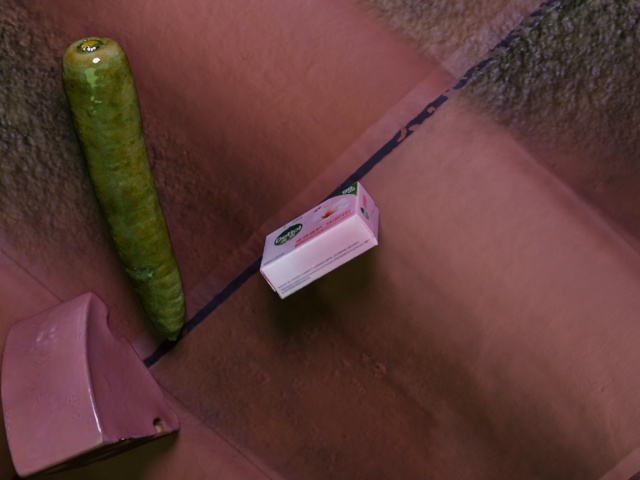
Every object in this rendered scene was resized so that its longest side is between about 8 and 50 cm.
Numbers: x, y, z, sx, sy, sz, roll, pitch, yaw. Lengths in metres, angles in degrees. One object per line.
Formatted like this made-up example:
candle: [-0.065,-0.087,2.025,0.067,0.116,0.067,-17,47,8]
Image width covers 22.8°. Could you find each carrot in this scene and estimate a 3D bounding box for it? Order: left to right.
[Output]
carrot: [-0.202,-0.046,1.688,0.074,0.074,0.359,-9,118,7]

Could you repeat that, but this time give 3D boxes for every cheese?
cheese: [-0.266,0.155,1.767,0.128,0.203,0.177,-23,82,17]

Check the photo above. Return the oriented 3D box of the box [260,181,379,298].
box: [0.000,0.000,1.686,0.125,0.089,0.043,-31,110,15]
